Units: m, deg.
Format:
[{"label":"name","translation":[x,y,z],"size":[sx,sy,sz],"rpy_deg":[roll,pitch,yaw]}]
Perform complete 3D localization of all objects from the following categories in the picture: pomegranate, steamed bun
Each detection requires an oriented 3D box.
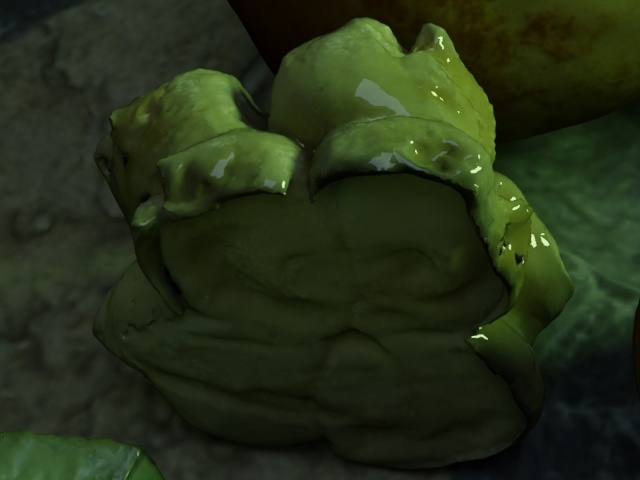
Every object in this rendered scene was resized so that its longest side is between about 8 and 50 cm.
[{"label":"pomegranate","translation":[0.063,-0.180,0.835],"size":[0.229,0.252,0.270],"rpy_deg":[3,36,0]},{"label":"steamed bun","translation":[0.000,0.000,0.776],"size":[0.192,0.177,0.106],"rpy_deg":[-6,47,20]}]

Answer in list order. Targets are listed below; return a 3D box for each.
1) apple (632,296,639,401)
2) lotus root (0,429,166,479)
[{"label":"apple","translation":[0.213,0.048,0.698],"size":[0.196,0.196,0.196],"rpy_deg":[-4,57,6]},{"label":"lotus root","translation":[-0.142,0.177,0.705],"size":[0.138,0.119,0.235],"rpy_deg":[24,65,21]}]
